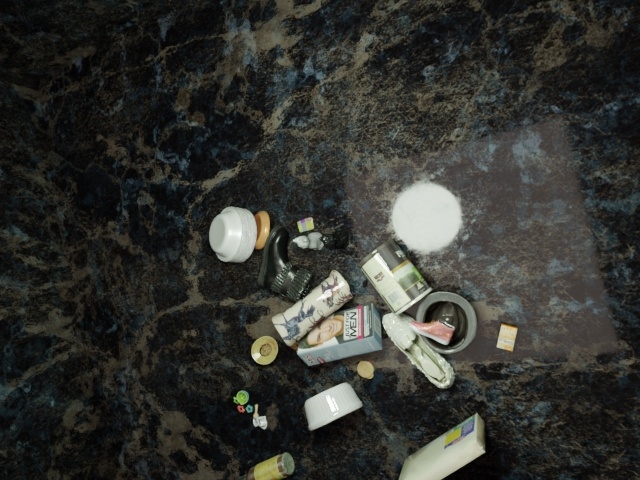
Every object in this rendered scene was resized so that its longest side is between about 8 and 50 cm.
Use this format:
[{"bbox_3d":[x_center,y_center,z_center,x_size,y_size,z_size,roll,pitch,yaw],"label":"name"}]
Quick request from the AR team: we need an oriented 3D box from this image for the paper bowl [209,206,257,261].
[{"bbox_3d":[-0.462,-0.032,2.064,0.284,0.148,0.284,-8,79,47],"label":"paper bowl"}]

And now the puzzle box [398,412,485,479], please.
[{"bbox_3d":[0.497,0.887,1.662,0.409,0.272,0.052,-43,75,17],"label":"puzzle box"}]

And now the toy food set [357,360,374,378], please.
[{"bbox_3d":[0.214,0.608,1.910,0.083,0.020,0.082,10,94,22],"label":"toy food set"}]

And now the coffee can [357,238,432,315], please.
[{"bbox_3d":[0.324,0.161,1.769,0.201,0.201,0.275,-40,77,17],"label":"coffee can"}]

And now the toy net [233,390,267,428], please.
[{"bbox_3d":[-0.375,0.908,2.135,0.122,0.045,0.232,-43,75,16],"label":"toy net"}]

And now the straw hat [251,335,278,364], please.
[{"bbox_3d":[-0.279,0.565,2.088,0.145,0.061,0.144,-1,79,8],"label":"straw hat"}]

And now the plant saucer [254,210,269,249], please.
[{"bbox_3d":[-0.317,-0.054,2.056,0.200,0.037,0.200,-19,67,55],"label":"plant saucer"}]

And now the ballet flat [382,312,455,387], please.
[{"bbox_3d":[0.428,0.472,1.765,0.409,0.147,0.147,46,106,16],"label":"ballet flat"}]

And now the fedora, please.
[{"bbox_3d":[0.539,0.339,1.722,0.244,0.124,0.275,-2,96,24],"label":"fedora"}]

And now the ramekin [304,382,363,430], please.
[{"bbox_3d":[0.050,0.756,1.855,0.273,0.273,0.127,-34,66,19],"label":"ramekin"}]

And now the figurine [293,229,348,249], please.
[{"bbox_3d":[0.000,0.000,1.894,0.215,0.209,0.092,-3,89,22],"label":"figurine"}]

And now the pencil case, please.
[{"bbox_3d":[-0.040,0.313,1.870,0.410,0.183,0.160,-38,89,-1],"label":"pencil case"}]

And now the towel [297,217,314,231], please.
[{"bbox_3d":[-0.073,-0.077,2.031,0.083,0.009,0.060,-16,85,22],"label":"towel"}]

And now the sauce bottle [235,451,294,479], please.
[{"bbox_3d":[-0.292,1.196,2.070,0.344,0.111,0.111,-33,78,20],"label":"sauce bottle"}]

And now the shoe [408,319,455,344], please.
[{"bbox_3d":[0.457,0.354,1.661,0.178,0.063,0.081,23,105,14],"label":"shoe"}]

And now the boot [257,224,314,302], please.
[{"bbox_3d":[-0.150,0.117,1.998,0.260,0.131,0.348,18,101,23],"label":"boot"}]

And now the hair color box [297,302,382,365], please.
[{"bbox_3d":[0.088,0.435,1.863,0.375,0.185,0.113,-20,128,21],"label":"hair color box"}]

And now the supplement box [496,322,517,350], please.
[{"bbox_3d":[0.773,0.401,1.676,0.062,0.036,0.098,12,95,22],"label":"supplement box"}]

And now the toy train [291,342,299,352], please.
[{"bbox_3d":[-0.098,0.516,2.005,0.125,0.046,0.166,19,132,38],"label":"toy train"}]
